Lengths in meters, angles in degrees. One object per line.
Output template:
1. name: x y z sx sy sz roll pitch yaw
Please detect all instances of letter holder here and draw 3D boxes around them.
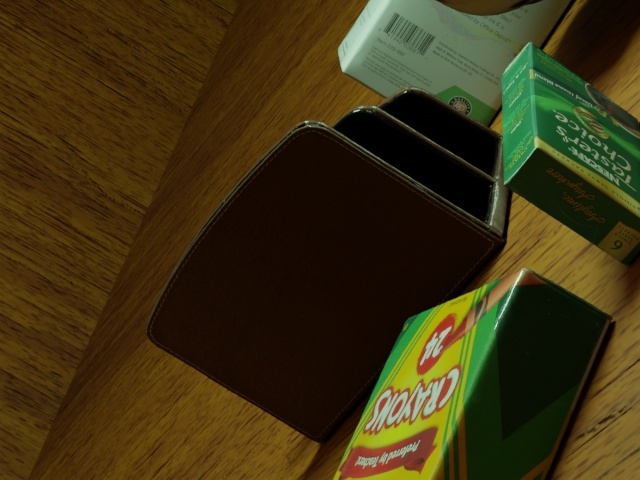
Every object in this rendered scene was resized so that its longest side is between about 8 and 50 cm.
1. letter holder: 0.000 0.000 1.714 0.302 0.214 0.152 -51 15 35

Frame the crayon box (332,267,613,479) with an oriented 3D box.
1. crayon box: 0.070 0.187 1.315 0.318 0.081 0.202 -65 14 -21

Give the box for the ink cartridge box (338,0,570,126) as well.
1. ink cartridge box: 0.137 -0.223 1.834 0.212 0.154 0.093 -57 12 15

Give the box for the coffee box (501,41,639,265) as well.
1. coffee box: 0.186 -0.066 1.378 0.040 0.113 0.184 -50 14 26

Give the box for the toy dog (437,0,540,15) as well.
1. toy dog: 0.186 -0.389 1.613 0.395 0.284 0.408 33 103 42
